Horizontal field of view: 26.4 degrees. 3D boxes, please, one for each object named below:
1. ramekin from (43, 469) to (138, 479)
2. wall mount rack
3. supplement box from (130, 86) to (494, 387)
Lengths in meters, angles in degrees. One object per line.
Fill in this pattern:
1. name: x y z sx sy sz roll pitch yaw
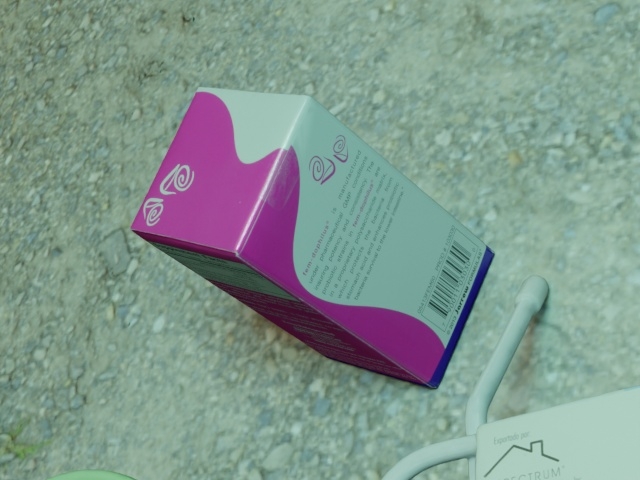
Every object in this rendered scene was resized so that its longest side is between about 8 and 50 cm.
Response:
1. ramekin: -0.127 0.311 0.862 0.303 0.148 0.303 -23 52 34
2. wall mount rack: 0.193 0.108 0.760 0.350 0.130 0.304 -19 56 31
3. supplement box: 0.000 0.000 0.915 0.114 0.220 0.111 12 72 44
